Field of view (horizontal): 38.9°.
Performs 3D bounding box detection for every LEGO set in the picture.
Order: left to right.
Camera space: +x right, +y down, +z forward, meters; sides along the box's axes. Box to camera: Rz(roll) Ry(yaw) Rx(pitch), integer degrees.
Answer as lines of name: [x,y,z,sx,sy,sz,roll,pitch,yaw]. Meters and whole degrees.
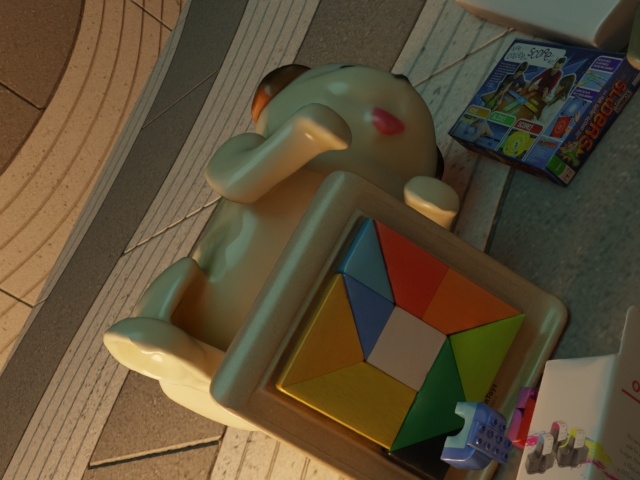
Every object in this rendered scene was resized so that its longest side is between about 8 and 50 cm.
LEGO set: [0.132,0.198,0.649,0.093,0.087,0.227,-14,48,55]

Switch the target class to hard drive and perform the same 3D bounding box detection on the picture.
hard drive: [0.305,-0.340,1.040,0.233,0.047,0.353,-52,25,8]

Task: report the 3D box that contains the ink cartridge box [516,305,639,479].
ink cartridge box: [0.189,0.146,0.590,0.061,0.104,0.181,-16,45,53]

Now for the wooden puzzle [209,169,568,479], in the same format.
wooden puzzle: [0.062,0.088,0.739,0.221,0.238,0.044,-61,5,-11]

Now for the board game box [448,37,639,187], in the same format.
board game box: [0.228,-0.140,0.948,0.136,0.035,0.201,-54,25,3]

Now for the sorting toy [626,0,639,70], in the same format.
sorting toy: [0.352,-0.207,0.709,0.229,0.041,0.307,-34,11,33]

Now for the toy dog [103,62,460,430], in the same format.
toy dog: [0.000,0.000,0.954,0.395,0.284,0.408,118,175,-72]
